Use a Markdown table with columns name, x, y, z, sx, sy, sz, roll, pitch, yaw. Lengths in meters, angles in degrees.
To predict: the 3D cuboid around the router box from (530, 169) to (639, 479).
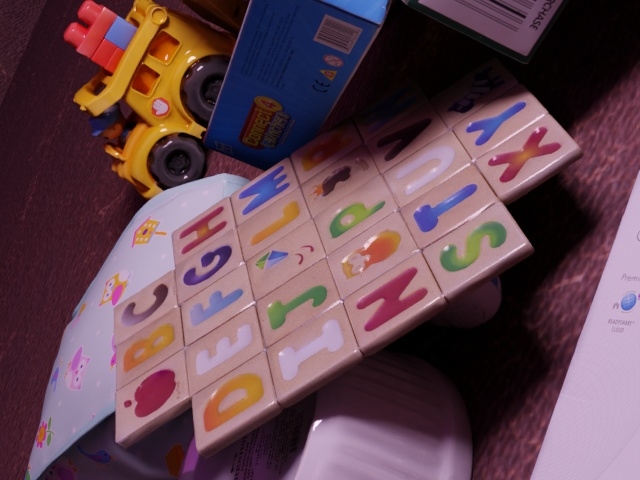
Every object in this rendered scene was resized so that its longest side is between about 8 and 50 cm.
| name | x | y | z | sx | sy | sz | roll | pitch | yaw |
| --- | --- | --- | --- | --- | --- | --- | --- | --- | --- |
| router box | 0.215 | 0.111 | 0.425 | 0.335 | 0.082 | 0.301 | -3 | 62 | 61 |

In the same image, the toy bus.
| name | x | y | z | sx | sy | sz | roll | pitch | yaw |
| --- | --- | --- | --- | --- | --- | --- | --- | --- | --- |
| toy bus | -0.214 | -0.178 | 1.360 | 0.220 | 0.211 | 0.149 | -60 | 27 | 6 |

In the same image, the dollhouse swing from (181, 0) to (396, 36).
| name | x | y | z | sx | sy | sz | roll | pitch | yaw |
| --- | --- | --- | --- | --- | --- | --- | --- | --- | --- |
| dollhouse swing | 0.026 | -0.371 | 1.285 | 0.347 | 0.305 | 0.315 | -61 | -16 | 2 |

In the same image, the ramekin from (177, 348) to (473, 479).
| name | x | y | z | sx | sy | sz | roll | pitch | yaw |
| --- | --- | --- | --- | --- | --- | --- | --- | --- | --- |
| ramekin | -0.008 | 0.155 | 0.763 | 0.207 | 0.109 | 0.207 | -43 | 31 | 33 |

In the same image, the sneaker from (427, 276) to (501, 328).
| name | x | y | z | sx | sy | sz | roll | pitch | yaw |
| --- | --- | --- | --- | --- | --- | --- | --- | --- | --- |
| sneaker | 0.063 | -0.020 | 0.831 | 0.126 | 0.091 | 0.240 | -56 | 32 | -10 |

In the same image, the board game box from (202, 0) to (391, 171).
| name | x | y | z | sx | sy | sz | roll | pitch | yaw |
| --- | --- | --- | --- | --- | --- | --- | --- | --- | --- |
| board game box | 0.014 | -0.241 | 0.917 | 0.308 | 0.086 | 0.302 | 128 | 162 | -69 |

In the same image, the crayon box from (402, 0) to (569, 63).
| name | x | y | z | sx | sy | sz | roll | pitch | yaw |
| --- | --- | --- | --- | --- | --- | --- | --- | --- | --- |
| crayon box | 0.188 | -0.348 | 0.764 | 0.363 | 0.106 | 0.313 | -59 | 10 | 36 |

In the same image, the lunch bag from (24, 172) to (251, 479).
| name | x | y | z | sx | sy | sz | roll | pitch | yaw |
| --- | --- | --- | --- | --- | --- | --- | --- | --- | --- |
| lunch bag | -0.124 | 0.095 | 0.978 | 0.262 | 0.160 | 0.223 | -48 | 26 | 38 |

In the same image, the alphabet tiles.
| name | x | y | z | sx | sy | sz | roll | pitch | yaw |
| --- | --- | --- | --- | --- | --- | --- | --- | --- | --- |
| alphabet tiles | 0.000 | 0.000 | 0.786 | 0.342 | 0.011 | 0.285 | -33 | 29 | 8 |
